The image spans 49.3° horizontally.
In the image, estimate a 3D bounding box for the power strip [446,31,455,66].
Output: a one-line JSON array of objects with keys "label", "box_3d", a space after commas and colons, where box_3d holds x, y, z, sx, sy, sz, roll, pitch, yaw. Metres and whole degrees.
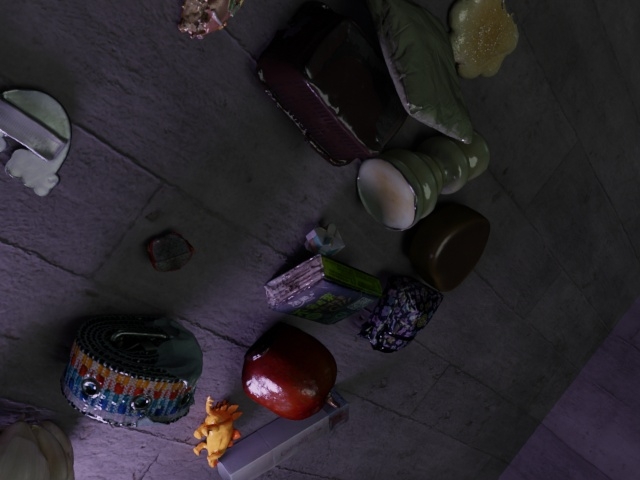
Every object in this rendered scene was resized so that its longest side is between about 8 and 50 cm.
[{"label": "power strip", "box_3d": [0.127, -0.312, 1.448, 0.387, 0.066, 0.092, -36, 125, -20]}]

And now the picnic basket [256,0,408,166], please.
[{"label": "picnic basket", "box_3d": [0.047, -0.281, 1.285, 0.297, 0.129, 0.223, 44, 77, -34]}]

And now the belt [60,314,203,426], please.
[{"label": "belt", "box_3d": [-0.342, 0.240, 1.308, 0.257, 0.207, 0.150, 10, 114, -37]}]

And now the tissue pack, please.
[{"label": "tissue pack", "box_3d": [0.010, 0.118, 1.596, 0.173, 0.073, 0.235, -32, 147, 27]}]

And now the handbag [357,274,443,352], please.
[{"label": "handbag", "box_3d": [0.207, 0.199, 1.840, 0.228, 0.126, 0.208, 12, 109, -55]}]

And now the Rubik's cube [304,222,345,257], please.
[{"label": "Rubik's cube", "box_3d": [0.000, 0.003, 1.549, 0.073, 0.084, 0.075, -18, 148, -37]}]

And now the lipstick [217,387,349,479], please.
[{"label": "lipstick", "box_3d": [-0.092, 0.515, 1.826, 0.371, 0.079, 0.076, -25, 133, -28]}]

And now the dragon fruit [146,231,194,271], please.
[{"label": "dragon fruit", "box_3d": [-0.286, 0.024, 1.321, 0.083, 0.056, 0.060, -24, 155, -19]}]

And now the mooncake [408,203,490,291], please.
[{"label": "mooncake", "box_3d": [0.337, 0.008, 1.827, 0.234, 0.117, 0.235, -26, 132, -32]}]

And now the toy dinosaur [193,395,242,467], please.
[{"label": "toy dinosaur", "box_3d": [-0.237, 0.437, 1.651, 0.117, 0.070, 0.289, -29, 139, -39]}]

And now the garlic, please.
[{"label": "garlic", "box_3d": [-0.551, 0.417, 1.265, 0.281, 0.184, 0.203, 23, 82, -47]}]

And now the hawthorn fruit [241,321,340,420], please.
[{"label": "hawthorn fruit", "box_3d": [-0.057, 0.302, 1.578, 0.215, 0.249, 0.215, -59, 167, -22]}]

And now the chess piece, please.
[{"label": "chess piece", "box_3d": [0.260, -0.164, 1.603, 0.330, 0.182, 0.183, -29, 134, -32]}]

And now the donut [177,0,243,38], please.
[{"label": "donut", "box_3d": [-0.193, -0.429, 1.058, 0.232, 0.085, 0.199, 28, 96, -50]}]

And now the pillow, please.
[{"label": "pillow", "box_3d": [0.199, -0.335, 1.308, 0.076, 0.281, 0.274, -23, 162, 32]}]

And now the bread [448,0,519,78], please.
[{"label": "bread", "box_3d": [0.363, -0.460, 1.577, 0.182, 0.039, 0.251, -52, 140, -1]}]

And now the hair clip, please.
[{"label": "hair clip", "box_3d": [-0.451, -0.166, 1.040, 0.140, 0.054, 0.220, -54, 142, -4]}]
